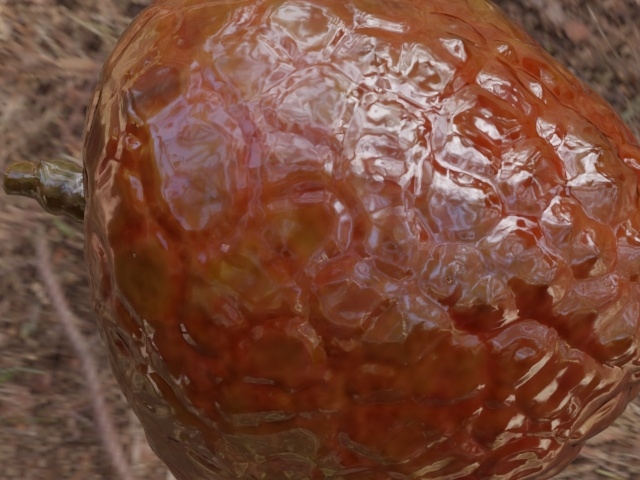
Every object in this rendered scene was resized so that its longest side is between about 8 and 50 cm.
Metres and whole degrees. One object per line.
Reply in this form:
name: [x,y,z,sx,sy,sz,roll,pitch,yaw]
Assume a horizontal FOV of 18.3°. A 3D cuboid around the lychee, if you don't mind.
lychee: [0.000,0.000,0.841,0.300,0.255,0.255,-6,80,13]
